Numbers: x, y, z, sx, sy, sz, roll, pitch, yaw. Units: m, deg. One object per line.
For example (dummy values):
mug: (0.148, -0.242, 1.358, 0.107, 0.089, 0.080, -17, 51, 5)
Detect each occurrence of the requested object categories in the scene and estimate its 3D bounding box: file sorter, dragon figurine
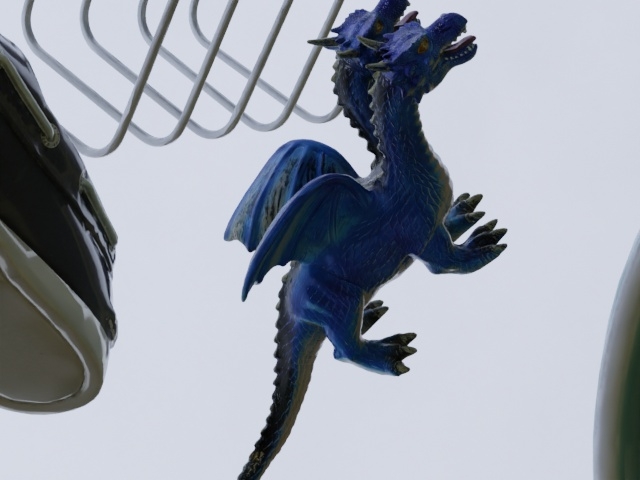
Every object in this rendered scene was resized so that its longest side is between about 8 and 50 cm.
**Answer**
file sorter: (-0.099, -0.183, 1.330, 0.278, 0.193, 0.173, -13, -46, -52)
dragon figurine: (0.000, 0.000, 0.963, 0.144, 0.085, 0.289, 35, -75, -24)

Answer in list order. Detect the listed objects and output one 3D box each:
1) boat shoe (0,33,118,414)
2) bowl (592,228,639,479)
boat shoe: (-0.117, -0.037, 0.512, 0.065, 0.075, 0.206, -77, -30, -44)
bowl: (0.222, 0.052, 0.596, 0.312, 0.163, 0.311, -1, -85, -7)
